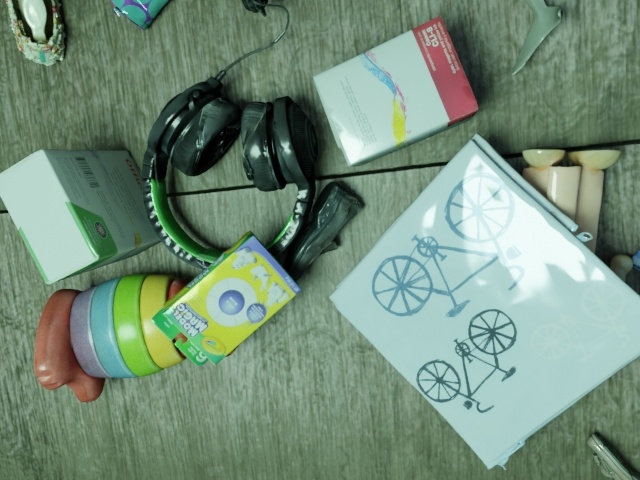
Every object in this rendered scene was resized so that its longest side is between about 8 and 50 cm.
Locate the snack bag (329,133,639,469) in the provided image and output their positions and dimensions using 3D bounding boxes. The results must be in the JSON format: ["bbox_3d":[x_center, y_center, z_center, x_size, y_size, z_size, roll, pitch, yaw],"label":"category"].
[{"bbox_3d":[0.219,0.089,0.752,0.342,0.037,0.323,46,116,14],"label":"snack bag"}]

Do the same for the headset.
[{"bbox_3d":[-0.121,-0.145,0.767,0.243,0.185,0.394,13,99,7],"label":"headset"}]

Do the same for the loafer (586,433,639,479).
[{"bbox_3d":[0.425,0.334,0.813,0.125,0.045,0.039,44,109,-1],"label":"loafer"}]

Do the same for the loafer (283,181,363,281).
[{"bbox_3d":[0.000,0.000,0.831,0.061,0.062,0.170,28,105,-18],"label":"loafer"}]

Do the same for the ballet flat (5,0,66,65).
[{"bbox_3d":[-0.428,-0.385,0.837,0.091,0.077,0.241,-16,100,-20],"label":"ballet flat"}]

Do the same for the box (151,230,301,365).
[{"bbox_3d":[-0.127,0.084,0.759,0.179,0.043,0.105,-41,107,-1],"label":"box"}]

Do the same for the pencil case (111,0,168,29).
[{"bbox_3d":[-0.239,-0.382,0.818,0.070,0.064,0.152,40,102,-23],"label":"pencil case"}]

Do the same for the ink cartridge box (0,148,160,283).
[{"bbox_3d":[-0.323,-0.043,0.802,0.093,0.212,0.154,-26,93,15],"label":"ink cartridge box"}]

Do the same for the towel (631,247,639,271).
[{"bbox_3d":[0.549,0.030,0.668,0.209,0.034,0.285,-51,45,12],"label":"towel"}]

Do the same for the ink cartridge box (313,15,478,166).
[{"bbox_3d":[0.099,-0.188,0.754,0.176,0.128,0.127,-23,93,11],"label":"ink cartridge box"}]

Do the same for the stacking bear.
[{"bbox_3d":[-0.237,0.125,0.842,0.289,0.175,0.164,-10,64,1],"label":"stacking bear"}]

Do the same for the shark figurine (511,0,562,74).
[{"bbox_3d":[0.213,-0.371,0.745,0.116,0.166,0.278,-27,111,37],"label":"shark figurine"}]

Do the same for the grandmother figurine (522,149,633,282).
[{"bbox_3d":[0.312,0.051,0.768,0.208,0.104,0.342,2,95,18],"label":"grandmother figurine"}]
